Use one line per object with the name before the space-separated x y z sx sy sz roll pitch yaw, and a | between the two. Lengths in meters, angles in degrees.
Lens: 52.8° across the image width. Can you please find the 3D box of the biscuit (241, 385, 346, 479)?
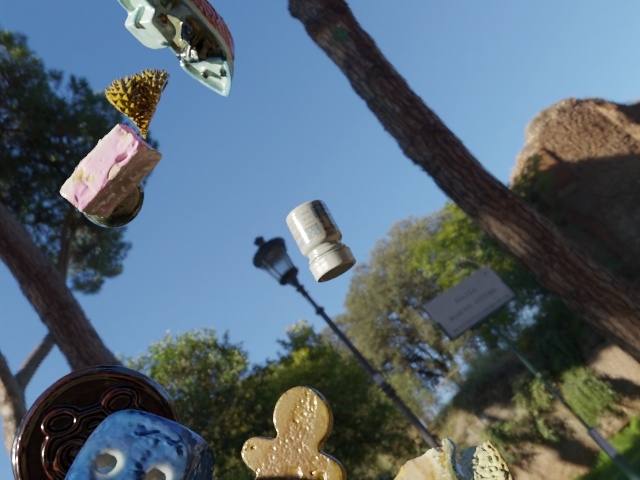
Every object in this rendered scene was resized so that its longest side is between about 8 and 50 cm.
biscuit | -0.050 0.405 1.122 0.049 0.196 0.302 36 -115 -67

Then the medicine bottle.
medicine bottle | 0.000 0.000 1.467 0.105 0.168 0.105 -25 -16 -8

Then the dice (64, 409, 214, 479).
dice | -0.218 0.301 0.788 0.146 0.146 0.143 97 -166 -53

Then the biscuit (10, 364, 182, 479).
biscuit | -0.534 0.509 1.575 0.407 0.408 0.091 -29 -2 -23

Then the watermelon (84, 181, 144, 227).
watermelon | -0.656 -0.148 2.020 0.212 0.212 0.212 -32 -27 -18

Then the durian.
durian | -0.483 -0.403 1.769 0.186 0.260 0.154 -44 -66 -10

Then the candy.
candy | -0.586 -0.193 1.812 0.265 0.116 0.155 -46 -6 2

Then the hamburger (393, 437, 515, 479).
hamburger | 0.146 0.287 0.555 0.135 0.155 0.208 -33 11 -1

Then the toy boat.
toy boat | -0.283 -0.418 1.325 0.332 0.145 0.133 44 -122 -49
